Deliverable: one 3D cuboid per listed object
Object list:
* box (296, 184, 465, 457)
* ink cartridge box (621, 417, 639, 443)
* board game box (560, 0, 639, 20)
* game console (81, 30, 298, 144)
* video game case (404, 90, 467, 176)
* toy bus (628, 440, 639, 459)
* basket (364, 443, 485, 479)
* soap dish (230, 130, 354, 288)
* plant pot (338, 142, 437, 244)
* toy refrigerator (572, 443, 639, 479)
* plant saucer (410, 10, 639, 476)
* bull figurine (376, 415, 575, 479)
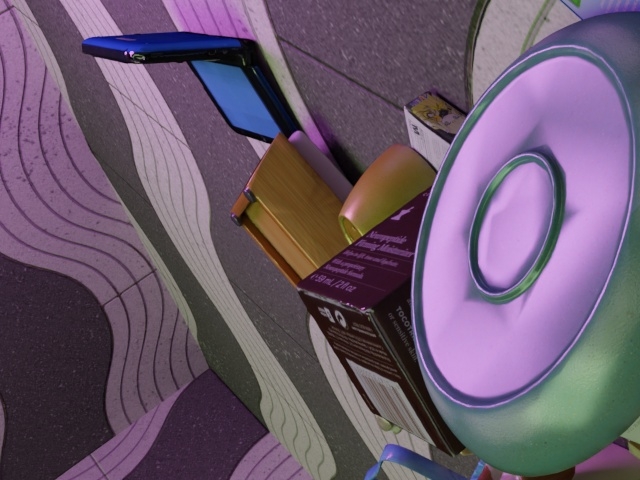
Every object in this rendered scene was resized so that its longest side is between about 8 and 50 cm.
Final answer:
[{"bbox_3d":[0.121,0.062,1.038,0.167,0.203,0.168,59,162,-18],"label":"box"},{"bbox_3d":[0.221,0.056,0.850,0.176,0.127,0.128,21,140,-4],"label":"ink cartridge box"},{"bbox_3d":[0.205,-0.195,0.722,0.211,0.039,0.160,50,164,20],"label":"board game box"},{"bbox_3d":[-0.191,-0.215,1.618,0.293,0.250,0.173,24,119,61],"label":"game console"},{"bbox_3d":[0.180,-0.019,1.153,0.210,0.042,0.232,43,160,39],"label":"video game case"},{"bbox_3d":[0.325,0.160,0.985,0.202,0.104,0.191,53,165,6],"label":"toy bus"},{"bbox_3d":[0.204,0.381,1.562,0.289,0.201,0.255,21,159,2],"label":"basket"},{"bbox_3d":[0.000,0.000,1.541,0.291,0.118,0.229,50,165,-1],"label":"soap dish"},{"bbox_3d":[0.077,-0.023,1.191,0.134,0.095,0.134,52,166,19],"label":"plant pot"},{"bbox_3d":[0.314,0.291,1.323,0.269,0.094,0.102,15,134,64],"label":"toy refrigerator"},{"bbox_3d":[0.141,-0.006,0.733,0.043,0.317,0.317,17,178,-22],"label":"plant saucer"},{"bbox_3d":[0.161,0.172,1.209,0.310,0.188,0.101,53,147,0],"label":"bull figurine"}]
